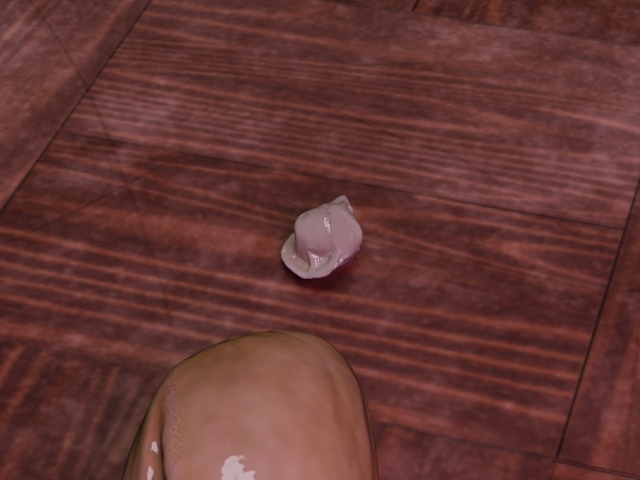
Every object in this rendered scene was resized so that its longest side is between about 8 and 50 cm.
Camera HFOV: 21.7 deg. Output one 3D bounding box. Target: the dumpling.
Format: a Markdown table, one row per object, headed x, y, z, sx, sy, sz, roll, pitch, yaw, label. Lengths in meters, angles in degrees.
| x | y | z | sx | sy | sz | roll | pitch | yaw | label |
| --- | --- | --- | --- | --- | --- | --- | --- | --- | --- |
| 0.002 | 0.001 | 1.320 | 0.052 | 0.057 | 0.076 | 8 | 59 | -43 | dumpling |

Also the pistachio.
| x | y | z | sx | sy | sz | roll | pitch | yaw | label |
| --- | --- | --- | --- | --- | --- | --- | --- | --- | --- |
| -0.041 | 0.165 | 1.054 | 0.162 | 0.181 | 0.293 | -32 | 31 | 25 | pistachio |
